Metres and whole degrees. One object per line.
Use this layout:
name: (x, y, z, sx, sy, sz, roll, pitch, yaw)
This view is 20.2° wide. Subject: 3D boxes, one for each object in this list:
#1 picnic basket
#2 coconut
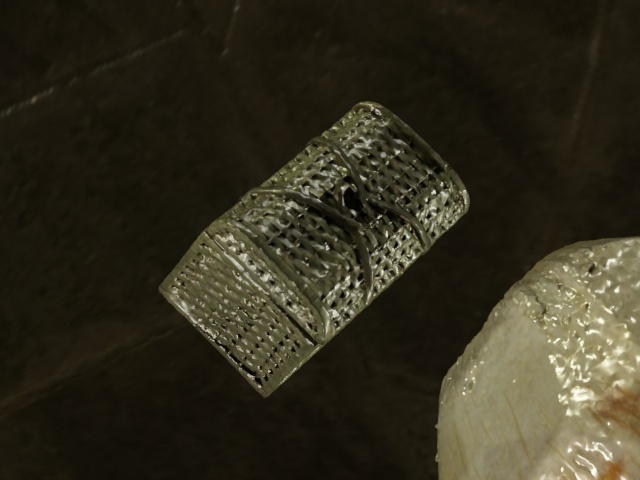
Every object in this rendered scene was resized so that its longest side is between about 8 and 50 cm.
picnic basket: (0.000, 0.000, 1.440, 0.134, 0.154, 0.196, 46, 55, 5)
coconut: (0.319, 0.207, 1.696, 0.345, 0.415, 0.415, -20, 87, -45)
